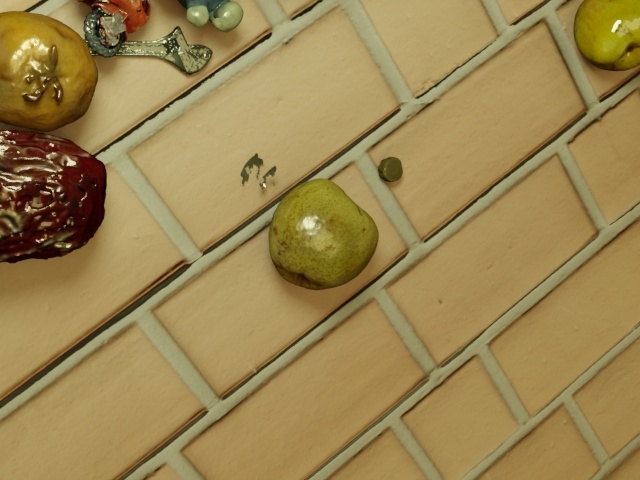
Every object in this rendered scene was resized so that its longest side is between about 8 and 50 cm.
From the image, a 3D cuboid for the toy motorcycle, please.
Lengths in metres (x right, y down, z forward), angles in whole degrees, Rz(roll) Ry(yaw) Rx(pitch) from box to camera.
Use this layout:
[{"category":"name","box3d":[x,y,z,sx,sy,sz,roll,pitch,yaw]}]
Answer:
[{"category":"toy motorcycle","box3d":[-0.384,-0.476,1.345,0.171,0.089,0.298,-24,108,-52]}]

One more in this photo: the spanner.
[{"category":"spanner","box3d":[-0.365,-0.360,1.432,0.325,0.026,0.093,-4,102,-18]}]

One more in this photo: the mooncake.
[{"category":"mooncake","box3d":[0.014,-0.144,1.596,0.346,0.057,0.150,15,82,-20]}]

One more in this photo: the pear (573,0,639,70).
[{"category":"pear","box3d":[0.673,-0.479,1.716,0.200,0.200,0.200,-4,101,-20]}]

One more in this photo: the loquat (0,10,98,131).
[{"category":"loquat","box3d":[-0.493,-0.285,1.281,0.238,0.238,0.193,18,90,-23]}]

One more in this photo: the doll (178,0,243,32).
[{"category":"doll","box3d":[-0.225,-0.508,1.342,0.154,0.258,0.228,10,77,15]}]

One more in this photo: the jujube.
[{"category":"jujube","box3d":[-0.559,-0.067,1.289,0.376,0.258,0.258,5,98,-19]}]

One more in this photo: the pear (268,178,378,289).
[{"category":"pear","box3d":[0.000,0.000,1.544,0.228,0.188,0.211,41,80,-19]}]
